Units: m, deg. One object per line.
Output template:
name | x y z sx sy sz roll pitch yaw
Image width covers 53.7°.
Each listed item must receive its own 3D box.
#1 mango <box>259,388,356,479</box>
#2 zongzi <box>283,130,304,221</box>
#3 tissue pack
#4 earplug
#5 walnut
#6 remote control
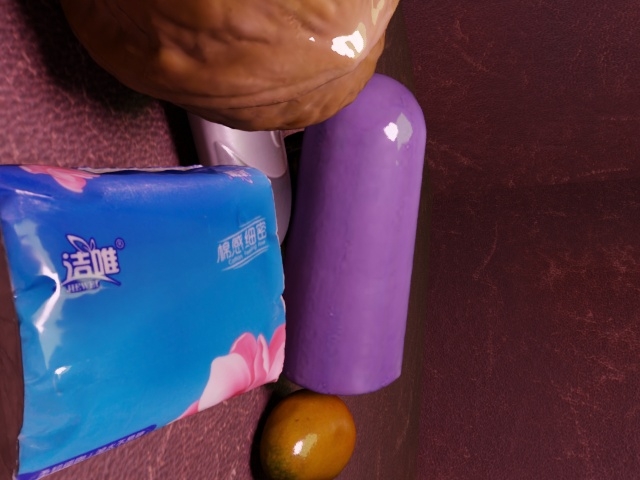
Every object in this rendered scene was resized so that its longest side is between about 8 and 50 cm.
mango | -0.021 0.308 0.992 0.221 0.120 0.152 29 60 -62
zongzi | 0.000 0.000 1.101 0.289 0.154 0.318 33 61 -60
tissue pack | -0.147 0.039 0.491 0.269 0.137 0.209 -7 93 -55
earplug | 0.048 -0.014 0.934 0.215 0.215 0.456 -53 152 -65
walnut | -0.076 -0.247 0.561 0.333 0.332 0.333 -4 90 -73
remote control | -0.104 -0.133 0.833 0.221 0.103 0.332 -70 154 -63
